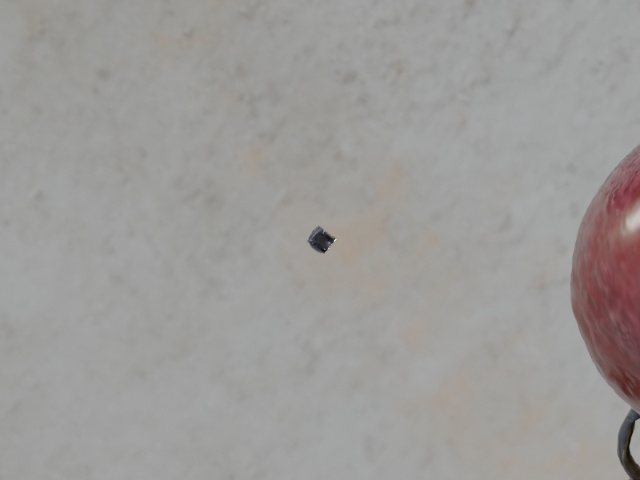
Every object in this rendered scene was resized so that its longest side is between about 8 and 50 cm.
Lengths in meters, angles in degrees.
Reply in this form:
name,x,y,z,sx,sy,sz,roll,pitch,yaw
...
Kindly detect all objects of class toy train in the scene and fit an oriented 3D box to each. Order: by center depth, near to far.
name,x,y,z,sx,sy,sz,roll,pitch,yaw
toy train,0.000,0.000,1.273,0.017,0.017,0.083,-53,-178,-1

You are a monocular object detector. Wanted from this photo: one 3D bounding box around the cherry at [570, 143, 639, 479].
name,x,y,z,sx,sy,sz,roll,pitch,yaw
cherry,0.122,0.021,0.463,0.107,0.090,0.225,-29,157,-2
